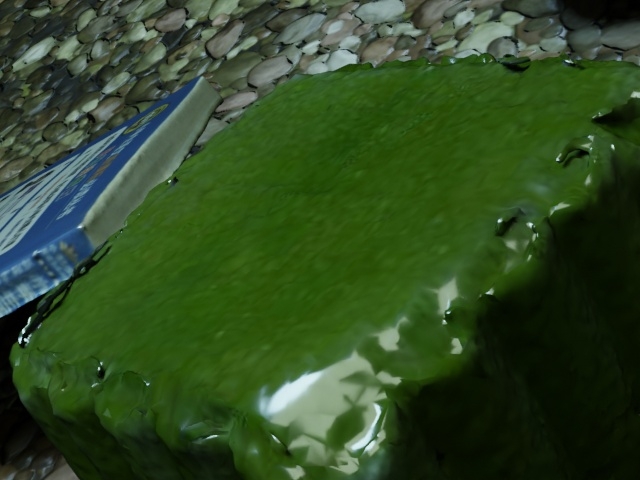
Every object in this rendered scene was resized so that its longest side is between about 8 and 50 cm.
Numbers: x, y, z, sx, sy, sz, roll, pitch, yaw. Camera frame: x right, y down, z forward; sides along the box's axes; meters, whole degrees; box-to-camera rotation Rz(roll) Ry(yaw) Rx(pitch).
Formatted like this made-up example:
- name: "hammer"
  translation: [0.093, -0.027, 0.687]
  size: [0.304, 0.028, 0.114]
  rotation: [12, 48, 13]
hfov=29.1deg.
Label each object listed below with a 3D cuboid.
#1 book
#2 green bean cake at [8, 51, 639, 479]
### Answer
- name: "book"
  translation: [-0.285, 0.027, 0.953]
  size: [0.428, 0.039, 0.300]
  rotation: [-27, 18, 22]
- name: "green bean cake"
  translation: [0.038, 0.053, 0.695]
  size: [0.335, 0.218, 0.319]
  rotation: [-43, 30, -25]
